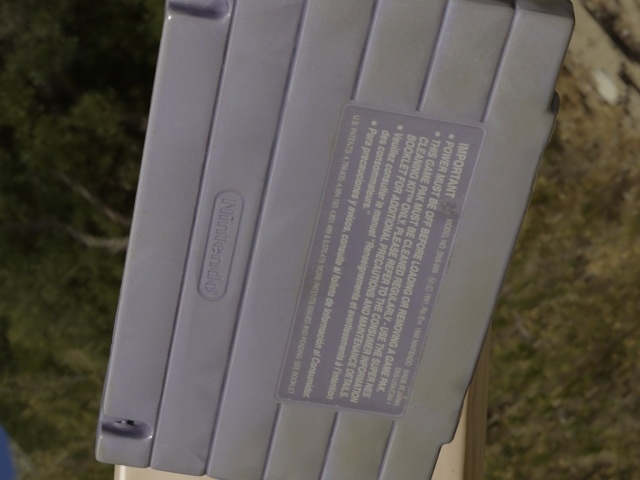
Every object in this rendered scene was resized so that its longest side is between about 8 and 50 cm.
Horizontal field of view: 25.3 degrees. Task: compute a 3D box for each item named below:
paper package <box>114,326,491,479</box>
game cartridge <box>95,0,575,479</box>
[{"bbox_3d":[-0.009,0.159,1.302,0.168,0.325,0.309,20,-107,-79],"label":"paper package"},{"bbox_3d":[0.000,0.000,0.855,0.230,0.355,0.068,8,-149,-11],"label":"game cartridge"}]
